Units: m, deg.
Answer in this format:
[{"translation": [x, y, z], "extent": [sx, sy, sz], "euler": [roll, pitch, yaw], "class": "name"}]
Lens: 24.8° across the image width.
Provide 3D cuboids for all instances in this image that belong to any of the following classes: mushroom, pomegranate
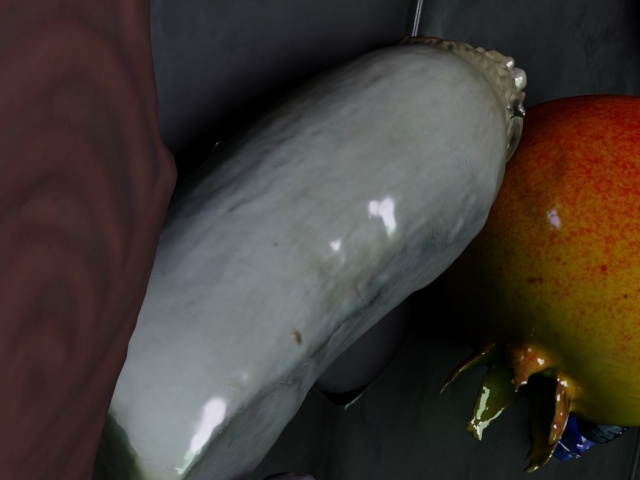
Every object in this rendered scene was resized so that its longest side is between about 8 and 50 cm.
[{"translation": [0.001, -0.001, 0.753], "extent": [0.397, 0.126, 0.177], "euler": [-47, 161, -32], "class": "mushroom"}, {"translation": [0.178, 0.028, 0.941], "extent": [0.256, 0.221, 0.221], "euler": [-55, 141, -16], "class": "pomegranate"}]

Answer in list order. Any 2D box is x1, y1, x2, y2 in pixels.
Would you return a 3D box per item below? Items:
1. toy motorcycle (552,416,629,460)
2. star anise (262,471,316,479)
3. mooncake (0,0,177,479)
[{"translation": [0.274, 0.036, 1.143], "extent": [0.315, 0.113, 0.169], "euler": [-55, -178, -13], "class": "toy motorcycle"}, {"translation": [-0.040, 0.181, 0.598], "extent": [0.258, 0.198, 0.110], "euler": [-18, 102, -29], "class": "star anise"}, {"translation": [-0.167, 0.032, 0.465], "extent": [0.333, 0.174, 0.326], "euler": [77, 33, -47], "class": "mooncake"}]
